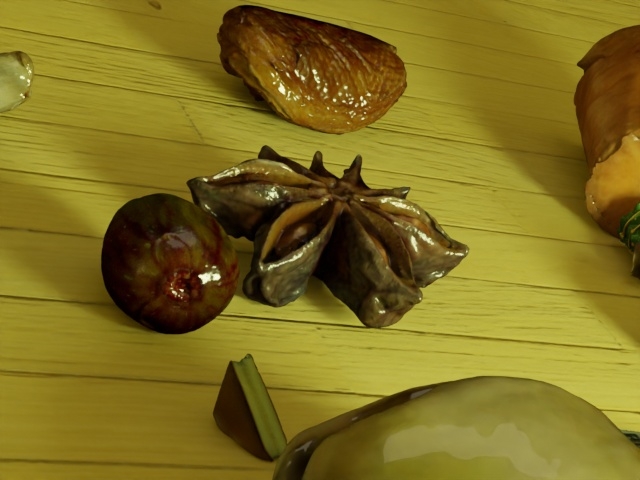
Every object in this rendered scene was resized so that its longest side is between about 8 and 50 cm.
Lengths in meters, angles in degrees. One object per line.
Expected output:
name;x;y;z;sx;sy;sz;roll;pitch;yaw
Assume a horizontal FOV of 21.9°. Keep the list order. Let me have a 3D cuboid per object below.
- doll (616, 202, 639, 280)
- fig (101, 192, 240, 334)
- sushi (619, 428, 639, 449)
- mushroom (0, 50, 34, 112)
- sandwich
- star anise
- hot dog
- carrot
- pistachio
doll;0.366;0.006;1.750;0.078;0.076;0.113;22;25;-21
fig;-0.127;0.010;1.331;0.109;0.103;0.154;53;2;-24
sushi;0.346;0.201;1.416;0.201;0.031;0.139;10;29;-24
mushroom;-0.305;-0.116;1.462;0.054;0.059;0.202;8;25;8
sandwich;-0.058;0.128;1.228;0.031;0.044;0.083;-26;96;-51
star anise;0.006;0.004;1.457;0.220;0.099;0.214;39;44;21
hot dog;-0.012;-0.188;1.787;0.227;0.099;0.160;7;31;-32
carrot;0.382;-0.126;1.889;0.196;0.196;0.254;23;26;-1
pistachio;0.109;0.190;1.126;0.288;0.197;0.166;3;-12;-15
